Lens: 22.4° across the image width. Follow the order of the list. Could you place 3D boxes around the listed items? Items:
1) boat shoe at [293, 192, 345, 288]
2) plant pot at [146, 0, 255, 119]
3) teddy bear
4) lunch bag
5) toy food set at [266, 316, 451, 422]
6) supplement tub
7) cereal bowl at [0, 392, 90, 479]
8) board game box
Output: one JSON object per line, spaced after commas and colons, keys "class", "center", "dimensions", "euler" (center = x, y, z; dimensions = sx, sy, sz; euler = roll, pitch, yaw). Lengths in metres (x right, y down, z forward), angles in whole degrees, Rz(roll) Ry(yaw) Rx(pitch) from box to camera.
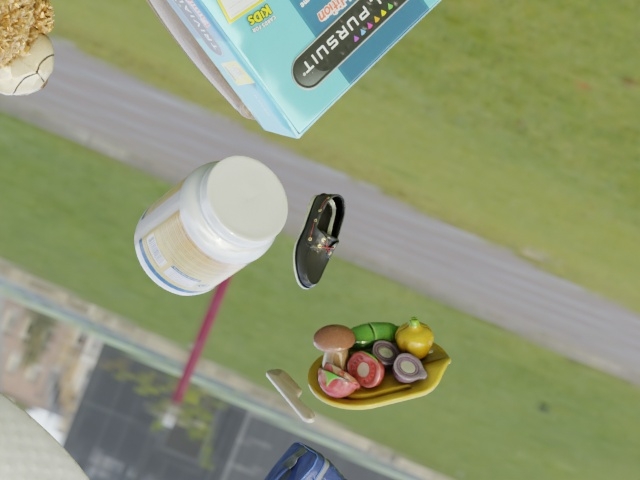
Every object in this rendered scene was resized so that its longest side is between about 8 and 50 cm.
{"class": "boat shoe", "center": [-0.001, -0.001, 2.110], "dimensions": [0.042, 0.133, 0.049], "euler": [-5, 153, 45]}
{"class": "plant pot", "center": [-0.082, -0.271, 1.805], "dimensions": [0.237, 0.254, 0.237], "euler": [-21, 163, -7]}
{"class": "teddy bear", "center": [-0.300, -0.198, 1.423], "dimensions": [0.113, 0.245, 0.338], "euler": [19, 154, 0]}
{"class": "lunch bag", "center": [-0.027, 0.253, 1.604], "dimensions": [0.065, 0.098, 0.067], "euler": [44, 168, -24]}
{"class": "toy food set", "center": [0.052, 0.140, 1.955], "dimensions": [0.218, 0.071, 0.128], "euler": [-13, -147, -15]}
{"class": "supplement tub", "center": [-0.146, -0.021, 2.166], "dimensions": [0.144, 0.144, 0.200], "euler": [23, 149, -25]}
{"class": "cereal bowl", "center": [-0.378, 0.278, 1.632], "dimensions": [0.339, 0.141, 0.339], "euler": [24, 143, 20]}
{"class": "board game box", "center": [-0.042, -0.302, 1.456], "dimensions": [0.336, 0.254, 0.079], "euler": [53, 164, -26]}
